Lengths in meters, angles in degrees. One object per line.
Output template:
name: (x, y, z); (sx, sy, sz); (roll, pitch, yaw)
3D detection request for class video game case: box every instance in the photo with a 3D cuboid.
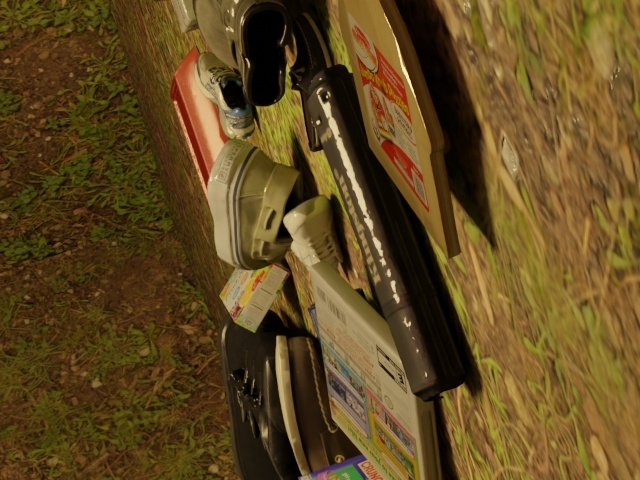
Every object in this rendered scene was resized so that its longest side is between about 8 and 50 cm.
video game case: (0.055, 0.146, 1.542); (0.212, 0.023, 0.193); (44, 149, 52)

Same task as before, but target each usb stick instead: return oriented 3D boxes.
usb stick: (0.052, -0.005, 1.286); (0.077, 0.045, 0.278); (112, 139, -79)

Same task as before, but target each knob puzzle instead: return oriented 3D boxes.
knob puzzle: (0.054, -0.111, 1.082); (0.213, 0.030, 0.213); (161, 90, -83)

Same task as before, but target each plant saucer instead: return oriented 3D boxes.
plant saucer: (-0.180, -0.157, 2.513); (0.258, 0.048, 0.259); (156, 96, -82)

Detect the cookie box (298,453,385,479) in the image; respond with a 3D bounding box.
cookie box: (0.040, 0.292, 1.838); (0.092, 0.107, 0.040); (-124, 18, -59)

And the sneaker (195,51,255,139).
sneaker: (-0.116, -0.194, 2.016); (0.135, 0.052, 0.058); (59, 157, 27)

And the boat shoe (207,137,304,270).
boat shoe: (-0.063, -0.023, 1.841); (0.094, 0.109, 0.302); (25, 168, 12)

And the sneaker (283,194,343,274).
sneaker: (0.000, 0.000, 1.663); (0.061, 0.054, 0.152); (58, 174, 21)

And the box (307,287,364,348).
box: (0.038, 0.123, 1.709); (0.225, 0.037, 0.136); (149, 102, -81)

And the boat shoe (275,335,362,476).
boat shoe: (0.015, 0.244, 1.944); (0.116, 0.097, 0.324); (-92, -10, -60)

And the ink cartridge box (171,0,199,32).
ink cartridge box: (-0.157, -0.310, 1.970); (0.122, 0.052, 0.088); (176, 75, -81)

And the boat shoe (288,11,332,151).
boat shoe: (-0.008, -0.137, 1.410); (0.046, 0.038, 0.125); (-125, 18, -64)

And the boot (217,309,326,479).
boot: (-0.029, 0.290, 2.258); (0.445, 0.146, 0.367); (-162, 51, -75)

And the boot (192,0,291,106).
boot: (-0.067, -0.185, 1.455); (0.246, 0.083, 0.161); (91, 169, -62)

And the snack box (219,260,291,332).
snack box: (-0.094, 0.062, 2.253); (0.037, 0.100, 0.141); (30, -174, -17)
